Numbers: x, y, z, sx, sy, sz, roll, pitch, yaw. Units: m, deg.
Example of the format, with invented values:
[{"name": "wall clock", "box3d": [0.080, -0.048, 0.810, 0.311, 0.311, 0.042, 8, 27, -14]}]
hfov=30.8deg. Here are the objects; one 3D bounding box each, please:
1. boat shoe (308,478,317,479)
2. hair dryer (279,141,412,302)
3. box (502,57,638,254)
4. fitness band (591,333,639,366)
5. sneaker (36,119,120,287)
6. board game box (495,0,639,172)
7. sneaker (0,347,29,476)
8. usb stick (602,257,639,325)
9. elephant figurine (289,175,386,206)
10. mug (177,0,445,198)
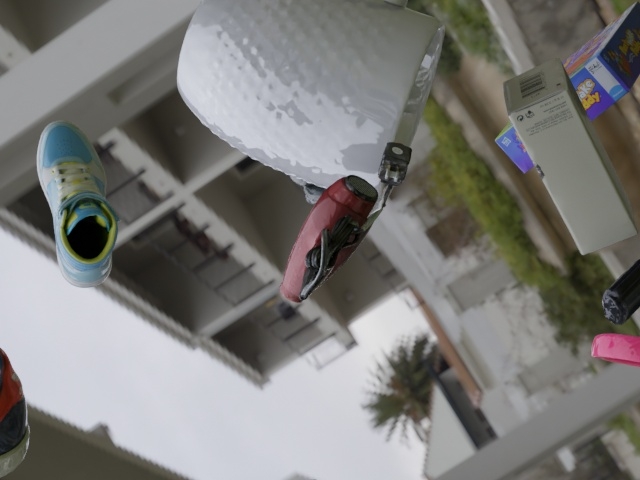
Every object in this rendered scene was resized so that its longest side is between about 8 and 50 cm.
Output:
[{"name": "boat shoe", "box3d": [-0.064, 0.577, 2.223, 0.157, 0.135, 0.367, 68, -165, 0]}, {"name": "hair dryer", "box3d": [0.000, 0.000, 1.453, 0.080, 0.224, 0.293, 38, 154, 5]}, {"name": "box", "box3d": [0.367, -0.121, 1.708, 0.275, 0.094, 0.113, 57, -159, -27]}, {"name": "fitness band", "box3d": [0.621, 0.202, 2.025, 0.209, 0.290, 0.054, 42, -123, -79]}, {"name": "sneaker", "box3d": [-0.431, -0.086, 2.094, 0.208, 0.127, 0.319, 141, 115, -71]}, {"name": "board game box", "box3d": [0.455, -0.271, 2.017, 0.078, 0.233, 0.347, 48, -146, -3]}, {"name": "sneaker", "box3d": [-0.461, 0.181, 1.138, 0.131, 0.350, 0.148, 43, 135, 43]}, {"name": "usb stick", "box3d": [0.522, 0.023, 1.746, 0.045, 0.278, 0.077, 35, 154, 35]}, {"name": "elephant figurine", "box3d": [0.062, -0.176, 2.145, 0.186, 0.169, 0.239, 56, -134, -16]}, {"name": "mug", "box3d": [-0.006, -0.276, 1.653, 0.328, 0.374, 0.276, 20, -175, 8]}]
